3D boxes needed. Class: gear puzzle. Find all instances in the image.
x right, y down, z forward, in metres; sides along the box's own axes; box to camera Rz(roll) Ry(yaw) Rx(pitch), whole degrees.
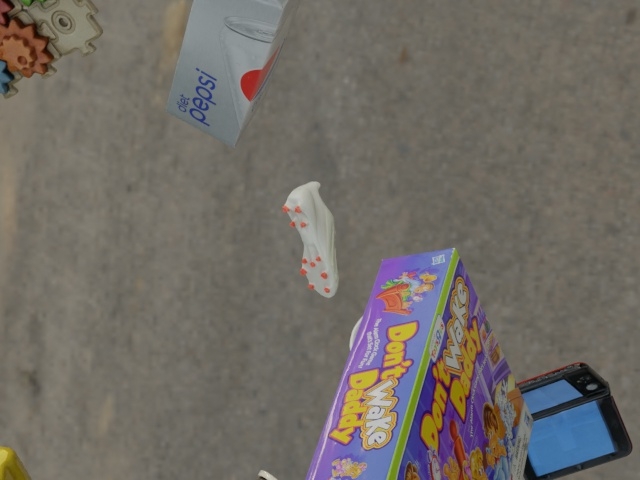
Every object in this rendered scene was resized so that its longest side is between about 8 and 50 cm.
[{"bbox_3d":[-0.373,-0.287,1.641,0.339,0.175,0.044,-20,27,35],"label":"gear puzzle"}]

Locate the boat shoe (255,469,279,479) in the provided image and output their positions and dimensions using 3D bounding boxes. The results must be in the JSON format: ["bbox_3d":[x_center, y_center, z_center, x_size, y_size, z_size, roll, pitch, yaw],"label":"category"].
[{"bbox_3d":[-0.031,0.511,2.221,0.097,0.116,0.324,-48,46,-7],"label":"boat shoe"}]

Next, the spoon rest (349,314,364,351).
[{"bbox_3d":[0.172,0.195,1.970,0.276,0.137,0.084,33,157,12],"label":"spoon rest"}]

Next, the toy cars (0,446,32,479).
[{"bbox_3d":[-0.212,0.230,0.940,0.176,0.393,0.087,-39,43,39],"label":"toy cars"}]

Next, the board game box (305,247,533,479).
[{"bbox_3d":[0.091,0.208,1.137,0.078,0.233,0.347,-10,35,27],"label":"board game box"}]

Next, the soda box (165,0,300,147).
[{"bbox_3d":[-0.091,-0.223,1.421,0.091,0.098,0.286,-62,1,-30],"label":"soda box"}]

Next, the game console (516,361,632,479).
[{"bbox_3d":[0.282,0.222,1.560,0.144,0.124,0.085,-24,54,23],"label":"game console"}]

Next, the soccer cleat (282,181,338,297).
[{"bbox_3d":[0.000,0.000,2.056,0.068,0.076,0.196,10,128,42],"label":"soccer cleat"}]
